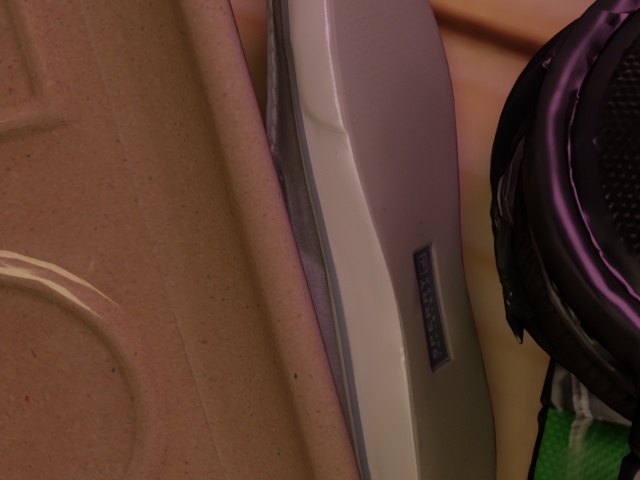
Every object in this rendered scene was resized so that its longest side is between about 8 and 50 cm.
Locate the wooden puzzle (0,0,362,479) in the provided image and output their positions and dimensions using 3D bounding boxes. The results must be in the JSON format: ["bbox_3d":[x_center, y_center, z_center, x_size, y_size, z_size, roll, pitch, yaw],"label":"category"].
[{"bbox_3d":[-0.179,-0.006,0.623,0.348,0.080,0.322,-11,110,11],"label":"wooden puzzle"}]

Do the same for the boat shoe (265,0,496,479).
[{"bbox_3d":[0.001,0.000,0.648,0.081,0.079,0.227,-5,97,31],"label":"boat shoe"}]

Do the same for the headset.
[{"bbox_3d":[0.091,-0.021,0.563,0.185,0.243,0.394,14,93,1],"label":"headset"}]
